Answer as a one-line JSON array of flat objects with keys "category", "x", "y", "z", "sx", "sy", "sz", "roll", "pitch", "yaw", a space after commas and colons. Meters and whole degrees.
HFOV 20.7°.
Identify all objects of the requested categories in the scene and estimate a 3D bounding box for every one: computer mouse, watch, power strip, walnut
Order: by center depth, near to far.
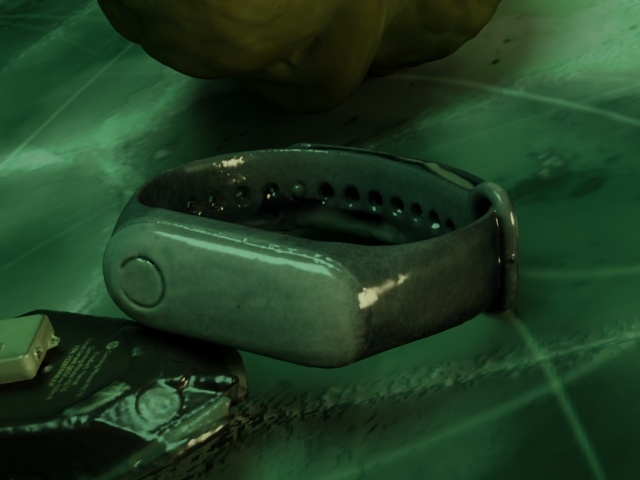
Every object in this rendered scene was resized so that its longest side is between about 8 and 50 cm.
[{"category": "power strip", "x": -0.175, "y": 0.058, "z": 0.870, "sx": 0.090, "sy": 0.016, "sz": 0.040, "roll": -10, "pitch": 30, "yaw": 16}, {"category": "computer mouse", "x": -0.123, "y": 0.088, "z": 0.873, "sx": 0.192, "sy": 0.062, "sz": 0.106, "roll": 1, "pitch": 34, "yaw": 25}, {"category": "watch", "x": 0.000, "y": 0.000, "z": 0.897, "sx": 0.206, "sy": 0.068, "sz": 0.193, "roll": 8, "pitch": 22, "yaw": 26}, {"category": "walnut", "x": -0.019, "y": -0.216, "z": 1.109, "sx": 0.253, "sy": 0.282, "sz": 0.277, "roll": -64, "pitch": 29, "yaw": 6}]
